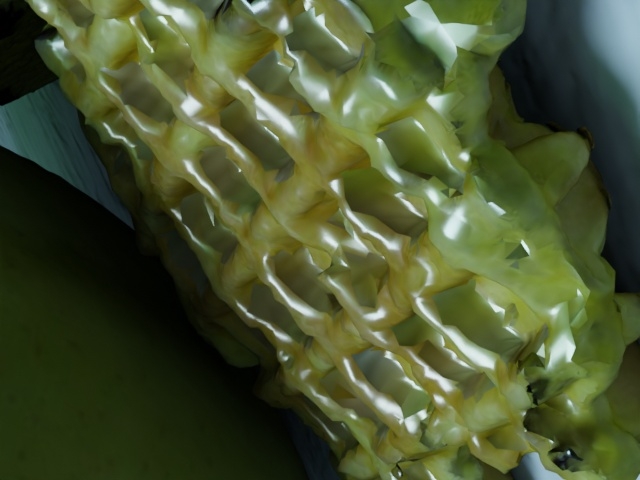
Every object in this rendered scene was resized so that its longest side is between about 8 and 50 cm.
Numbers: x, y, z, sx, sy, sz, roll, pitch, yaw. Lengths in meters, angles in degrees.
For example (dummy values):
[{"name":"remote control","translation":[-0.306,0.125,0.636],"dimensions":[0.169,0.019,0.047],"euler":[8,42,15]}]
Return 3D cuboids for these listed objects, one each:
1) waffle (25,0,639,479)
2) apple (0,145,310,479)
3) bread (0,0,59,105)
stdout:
[{"name":"waffle","translation":[-0.001,-0.006,0.482],"dimensions":[0.281,0.058,0.300],"euler":[41,157,26]},{"name":"apple","translation":[-0.223,0.164,0.648],"dimensions":[0.473,0.474,0.473],"euler":[47,155,30]},{"name":"bread","translation":[-0.126,-0.114,0.597],"dimensions":[0.049,0.088,0.226],"euler":[60,160,4]}]
